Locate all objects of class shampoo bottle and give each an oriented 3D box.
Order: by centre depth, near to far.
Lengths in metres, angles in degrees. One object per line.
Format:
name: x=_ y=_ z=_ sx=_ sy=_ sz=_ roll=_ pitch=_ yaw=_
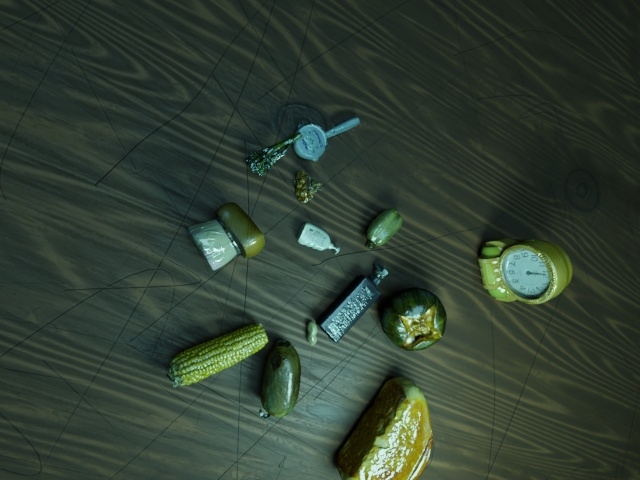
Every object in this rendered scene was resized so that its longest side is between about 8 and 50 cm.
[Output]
shampoo bottle: x=0.000 y=0.000 z=1.428 sx=0.152 sy=0.045 sz=0.077 roll=24 pitch=81 yaw=-16
shampoo bottle: x=0.124 y=0.209 z=1.459 sx=0.309 sy=0.071 sz=0.098 roll=-45 pitch=103 yaw=-13

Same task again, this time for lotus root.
lotus root: x=-0.124 y=0.446 z=1.347 sx=0.123 sy=0.124 sz=0.240 roll=9 pitch=90 yaw=-4
lotus root: x=0.216 y=-0.039 z=1.485 sx=0.090 sy=0.077 sz=0.183 roll=44 pitch=74 yaw=-7

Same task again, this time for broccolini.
broccolini: x=-0.151 y=-0.293 z=1.343 sx=0.203 sy=0.091 sz=0.068 roll=-43 pitch=147 yaw=0

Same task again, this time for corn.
corn: x=-0.315 y=0.349 z=1.292 sx=0.318 sy=0.115 sz=0.115 roll=-20 pitch=97 yaw=-20

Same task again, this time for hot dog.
hot dog: x=0.252 y=0.695 z=1.449 sx=0.223 sy=0.185 sz=0.405 roll=40 pitch=78 yaw=-14

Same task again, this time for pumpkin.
pumpkin: x=0.329 y=0.274 z=1.485 sx=0.238 sy=0.159 sz=0.237 roll=-5 pitch=113 yaw=-13

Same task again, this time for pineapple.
pineapple: x=-0.030 y=-0.181 z=1.393 sx=0.077 sy=0.114 sz=0.114 roll=-6 pitch=97 yaw=-38

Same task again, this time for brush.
brush: x=-0.270 y=-0.002 z=1.220 sx=0.166 sy=0.267 sz=0.174 roll=-33 pitch=111 yaw=-18

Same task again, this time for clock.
clock: x=0.760 y=0.104 z=1.555 sx=0.201 sy=0.317 sz=0.243 roll=-17 pitch=96 yaw=-25

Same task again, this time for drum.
drum: x=0.027 y=-0.344 z=1.431 sx=0.254 sy=0.049 sz=0.129 roll=-12 pitch=94 yaw=-18

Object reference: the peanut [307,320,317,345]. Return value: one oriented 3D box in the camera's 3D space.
peanut: x=-0.030 y=0.317 z=1.428 sx=0.037 sy=0.037 sz=0.083 roll=0 pitch=97 yaw=-19
